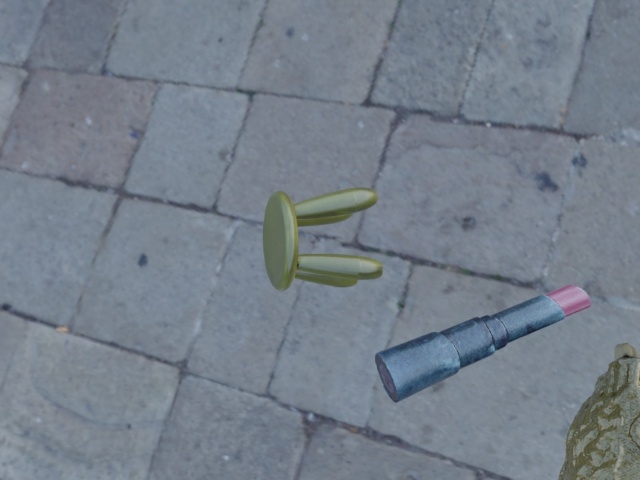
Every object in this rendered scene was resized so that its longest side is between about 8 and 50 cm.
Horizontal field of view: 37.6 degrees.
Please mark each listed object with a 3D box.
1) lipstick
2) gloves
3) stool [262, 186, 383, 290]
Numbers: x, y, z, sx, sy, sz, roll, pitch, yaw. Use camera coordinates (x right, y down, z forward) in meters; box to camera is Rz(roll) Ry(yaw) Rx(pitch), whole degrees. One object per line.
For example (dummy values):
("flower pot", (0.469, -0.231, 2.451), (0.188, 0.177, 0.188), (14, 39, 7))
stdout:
("lipstick", (0.173, 0.099, 0.961), (0.234, 0.053, 0.053), (-20, 59, -10))
("gloves", (0.392, 0.300, 1.150), (0.203, 0.155, 0.357), (-14, 63, 34))
("stool", (0.000, 0.000, 1.050), (0.135, 0.110, 0.134), (-115, 28, -50))
